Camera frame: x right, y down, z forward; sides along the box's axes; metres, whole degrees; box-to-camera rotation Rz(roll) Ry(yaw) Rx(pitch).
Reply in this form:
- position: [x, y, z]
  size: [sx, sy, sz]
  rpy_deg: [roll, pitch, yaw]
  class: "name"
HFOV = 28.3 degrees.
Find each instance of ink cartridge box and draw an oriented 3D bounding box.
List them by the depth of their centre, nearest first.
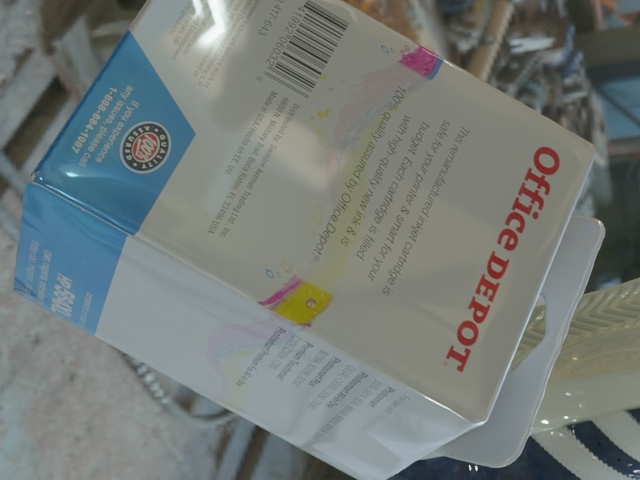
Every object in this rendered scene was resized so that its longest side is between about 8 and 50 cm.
- position: [0.000, 0.000, 0.359]
  size: [0.143, 0.090, 0.092]
  rpy_deg: [30, 64, -4]
  class: "ink cartridge box"

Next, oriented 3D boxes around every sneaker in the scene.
- position: [0.202, 0.108, 0.751]
  size: [0.131, 0.350, 0.148]
  rpy_deg: [-63, 136, -58]
  class: "sneaker"
